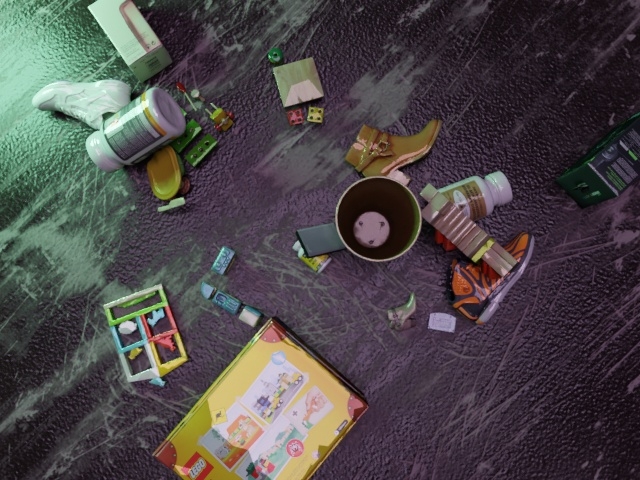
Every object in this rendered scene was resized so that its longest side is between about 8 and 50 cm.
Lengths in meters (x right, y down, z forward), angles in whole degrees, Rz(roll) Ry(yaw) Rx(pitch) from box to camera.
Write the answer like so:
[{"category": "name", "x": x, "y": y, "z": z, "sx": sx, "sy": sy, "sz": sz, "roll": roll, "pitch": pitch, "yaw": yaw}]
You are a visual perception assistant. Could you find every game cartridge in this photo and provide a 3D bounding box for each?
[{"category": "game cartridge", "x": 0.373, "y": 0.250, "z": 1.917, "sx": 0.083, "sy": 0.017, "sz": 0.056, "roll": 10, "pitch": 88, "yaw": 1}]

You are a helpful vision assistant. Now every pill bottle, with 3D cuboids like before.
[{"category": "pill bottle", "x": -0.556, "y": -0.325, "z": 1.874, "sx": 0.278, "sy": 0.162, "sz": 0.162, "roll": -27, "pitch": 84, "yaw": 19}, {"category": "pill bottle", "x": -0.027, "y": 0.043, "z": 1.915, "sx": 0.116, "sy": 0.065, "sz": 0.065, "roll": 40, "pitch": 85, "yaw": 5}, {"category": "pill bottle", "x": 0.455, "y": -0.123, "z": 1.898, "sx": 0.229, "sy": 0.131, "sz": 0.131, "roll": -21, "pitch": 84, "yaw": -2}]

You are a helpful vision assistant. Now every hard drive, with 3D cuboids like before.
[{"category": "hard drive", "x": 0.000, "y": 0.000, "z": 1.898, "sx": 0.135, "sy": 0.022, "sz": 0.094, "roll": -13, "pitch": 65, "yaw": -31}]

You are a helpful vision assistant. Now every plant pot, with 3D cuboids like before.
[{"category": "plant pot", "x": 0.160, "y": -0.049, "z": 1.829, "sx": 0.236, "sy": 0.254, "sz": 0.237, "roll": 0, "pitch": 85, "yaw": 0}]

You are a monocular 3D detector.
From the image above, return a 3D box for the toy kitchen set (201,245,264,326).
[{"category": "toy kitchen set", "x": -0.243, "y": 0.138, "z": 1.876, "sx": 0.207, "sy": 0.122, "sz": 0.166, "roll": 29, "pitch": 85, "yaw": 3}]

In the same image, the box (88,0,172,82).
[{"category": "box", "x": -0.588, "y": -0.639, "z": 1.946, "sx": 0.126, "sy": 0.148, "sz": 0.232, "roll": -34, "pitch": 85, "yaw": -4}]

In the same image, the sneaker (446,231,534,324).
[{"category": "sneaker", "x": 0.499, "y": 0.079, "z": 1.880, "sx": 0.180, "sy": 0.124, "sz": 0.321, "roll": 34, "pitch": 85, "yaw": 2}]

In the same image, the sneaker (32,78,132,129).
[{"category": "sneaker", "x": -0.742, "y": -0.417, "z": 1.938, "sx": 0.304, "sy": 0.114, "sz": 0.152, "roll": -5, "pitch": 83, "yaw": 0}]

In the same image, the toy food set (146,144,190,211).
[{"category": "toy food set", "x": -0.463, "y": -0.194, "z": 1.943, "sx": 0.128, "sy": 0.071, "sz": 0.218, "roll": -22, "pitch": 77, "yaw": 29}]

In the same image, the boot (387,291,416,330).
[{"category": "boot", "x": 0.248, "y": 0.217, "z": 1.908, "sx": 0.086, "sy": 0.042, "sz": 0.119, "roll": 0, "pitch": 84, "yaw": 2}]

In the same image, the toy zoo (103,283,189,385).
[{"category": "toy zoo", "x": -0.525, "y": 0.303, "z": 1.904, "sx": 0.192, "sy": 0.030, "sz": 0.293, "roll": -21, "pitch": 85, "yaw": -2}]

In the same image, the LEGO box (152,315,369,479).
[{"category": "LEGO box", "x": -0.162, "y": 0.529, "z": 1.798, "sx": 0.372, "sy": 0.193, "sz": 0.500, "roll": 41, "pitch": 86, "yaw": 4}]

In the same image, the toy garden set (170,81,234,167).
[{"category": "toy garden set", "x": -0.411, "y": -0.382, "z": 1.971, "sx": 0.244, "sy": 0.049, "sz": 0.204, "roll": 43, "pitch": 87, "yaw": 5}]

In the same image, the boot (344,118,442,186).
[{"category": "boot", "x": 0.228, "y": -0.301, "z": 1.943, "sx": 0.220, "sy": 0.109, "sz": 0.284, "roll": 33, "pitch": 92, "yaw": 7}]

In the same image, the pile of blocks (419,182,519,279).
[{"category": "pile of blocks", "x": 0.406, "y": -0.007, "z": 1.787, "sx": 0.362, "sy": 0.149, "sz": 0.113, "roll": 41, "pitch": 100, "yaw": -4}]

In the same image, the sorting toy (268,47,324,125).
[{"category": "sorting toy", "x": -0.067, "y": -0.486, "z": 1.980, "sx": 0.132, "sy": 0.046, "sz": 0.275, "roll": -16, "pitch": 84, "yaw": -2}]

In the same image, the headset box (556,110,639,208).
[{"category": "headset box", "x": 0.871, "y": -0.233, "z": 1.853, "sx": 0.283, "sy": 0.246, "sz": 0.131, "roll": -41, "pitch": 86, "yaw": -3}]
